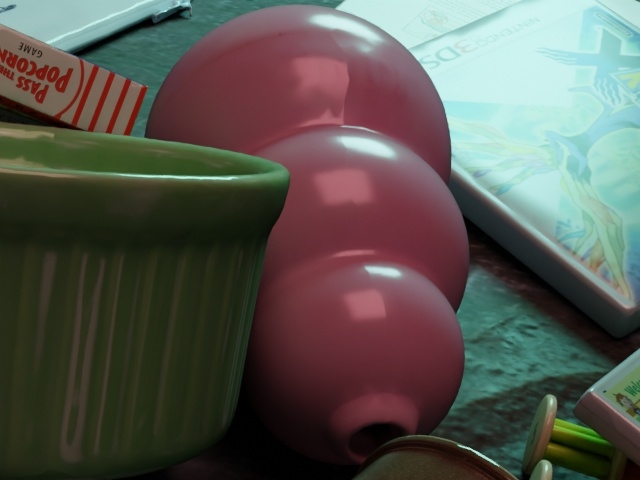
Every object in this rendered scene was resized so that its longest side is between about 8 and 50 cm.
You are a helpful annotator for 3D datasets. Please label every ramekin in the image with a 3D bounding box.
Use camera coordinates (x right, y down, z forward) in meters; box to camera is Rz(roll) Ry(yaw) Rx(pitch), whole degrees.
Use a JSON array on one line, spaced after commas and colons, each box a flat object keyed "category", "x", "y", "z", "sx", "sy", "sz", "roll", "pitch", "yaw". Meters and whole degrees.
[{"category": "ramekin", "x": -0.173, "y": 0.020, "z": 0.797, "sx": 0.303, "sy": 0.148, "sz": 0.303, "roll": 6, "pitch": 7, "yaw": -1}]

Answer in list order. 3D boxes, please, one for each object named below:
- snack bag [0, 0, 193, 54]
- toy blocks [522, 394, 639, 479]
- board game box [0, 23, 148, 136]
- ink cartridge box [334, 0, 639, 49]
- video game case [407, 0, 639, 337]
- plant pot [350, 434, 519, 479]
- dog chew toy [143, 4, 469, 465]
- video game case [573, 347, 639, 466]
[{"category": "snack bag", "x": -0.325, "y": -0.243, "z": 1.342, "sx": 0.343, "sy": 0.037, "sz": 0.323, "roll": 28, "pitch": 32, "yaw": 17}, {"category": "toy blocks", "x": 0.198, "y": 0.159, "z": 0.933, "sx": 0.148, "sy": 0.054, "sz": 0.123, "roll": 18, "pitch": 31, "yaw": 1}, {"category": "board game box", "x": -0.210, "y": -0.097, "z": 1.017, "sx": 0.147, "sy": 0.045, "sz": 0.193, "roll": 23, "pitch": -11, "yaw": -17}, {"category": "ink cartridge box", "x": 0.173, "y": -0.176, "z": 1.443, "sx": 0.296, "sy": 0.066, "sz": 0.261, "roll": 27, "pitch": 46, "yaw": 17}, {"category": "video game case", "x": 0.225, "y": -0.085, "z": 1.280, "sx": 0.300, "sy": 0.036, "sz": 0.329, "roll": -27, "pitch": 54, "yaw": -34}, {"category": "plant pot", "x": 0.017, "y": 0.199, "z": 0.698, "sx": 0.165, "sy": 0.167, "sz": 0.167, "roll": -26, "pitch": 51, "yaw": -38}, {"category": "dog chew toy", "x": 0.000, "y": 0.000, "z": 0.964, "sx": 0.207, "sy": 0.206, "sz": 0.332, "roll": 5, "pitch": 40, "yaw": -18}, {"category": "video game case", "x": 0.273, "y": 0.135, "z": 0.972, "sx": 0.193, "sy": 0.023, "sz": 0.212, "roll": 39, "pitch": 25, "yaw": 17}]
